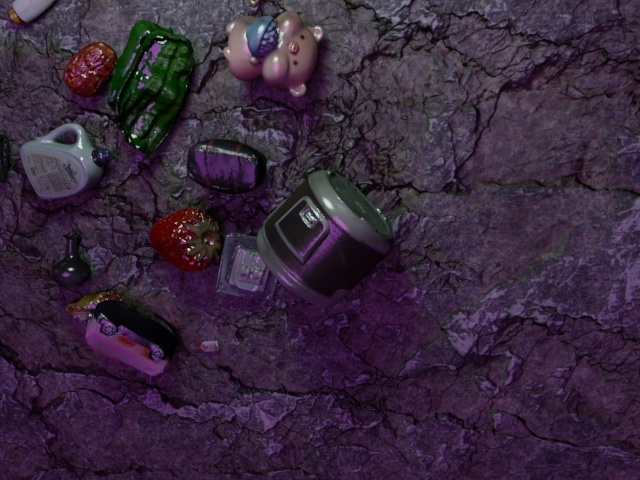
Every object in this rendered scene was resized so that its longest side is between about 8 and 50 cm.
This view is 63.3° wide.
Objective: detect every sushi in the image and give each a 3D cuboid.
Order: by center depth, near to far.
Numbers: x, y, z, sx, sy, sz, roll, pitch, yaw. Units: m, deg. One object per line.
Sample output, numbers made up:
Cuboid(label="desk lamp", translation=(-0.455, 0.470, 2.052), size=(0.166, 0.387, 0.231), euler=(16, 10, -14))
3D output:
Cuboid(label="sushi", translation=(-0.777, 0.233, 1.784), size=(0.226, 0.097, 0.103), euler=(-18, 102, 13))

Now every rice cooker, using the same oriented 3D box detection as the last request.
Cuboid(label="rice cooker", translation=(0.000, 0.000, 1.471), size=(0.335, 0.335, 0.325), euler=(44, 109, -4))

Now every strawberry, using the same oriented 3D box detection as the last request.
Cuboid(label="strawberry", translation=(-0.437, -0.004, 1.633), size=(0.244, 0.205, 0.205), euler=(2, 108, 33))

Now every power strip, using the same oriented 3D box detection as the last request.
Cuboid(label="power strip", translation=(-0.219, 0.094, 1.638), size=(0.198, 0.064, 0.213), euler=(10, 109, -13))

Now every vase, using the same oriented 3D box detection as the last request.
Cuboid(label="vase", translation=(-0.834, 0.064, 1.745), size=(0.120, 0.120, 0.183), euler=(3, 91, 9))

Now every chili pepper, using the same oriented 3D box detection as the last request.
Cuboid(label="chili pepper", translation=(-0.508, -0.440, 1.507), size=(0.167, 0.213, 0.385), euler=(38, 110, 42))

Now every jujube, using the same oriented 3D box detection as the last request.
Cuboid(label="jujube", translation=(-0.685, -0.514, 1.554), size=(0.176, 0.109, 0.112), euler=(-44, 131, 10))

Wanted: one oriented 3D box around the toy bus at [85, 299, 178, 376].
Cuboid(label="toy bus", translation=(-0.631, 0.329, 1.733), size=(0.302, 0.127, 0.147), euler=(32, 107, -19))

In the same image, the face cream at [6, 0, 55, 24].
Cuboid(label="face cream", translation=(-0.852, -0.712, 1.549), size=(0.182, 0.051, 0.072), euler=(-28, 101, 15))

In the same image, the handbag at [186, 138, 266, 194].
Cuboid(label="handbag", translation=(-0.270, -0.217, 1.531), size=(0.215, 0.169, 0.155), euler=(11, 105, 4))

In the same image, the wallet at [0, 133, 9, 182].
Cuboid(label="wallet", translation=(-1.146, -0.295, 1.723), size=(0.245, 0.052, 0.169), euler=(13, 108, 11))

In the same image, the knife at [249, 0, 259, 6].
Cuboid(label="knife", translation=(-0.112, -0.753, 1.427), size=(0.256, 0.022, 0.046), euler=(-41, 92, 18))

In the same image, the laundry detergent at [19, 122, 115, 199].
Cuboid(label="laundry detergent", translation=(-0.787, -0.254, 1.641), size=(0.280, 0.105, 0.215), euler=(-16, 101, 15))

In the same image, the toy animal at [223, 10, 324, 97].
Cuboid(label="toy animal", translation=(-0.138, -0.511, 1.419), size=(0.221, 0.229, 0.210), euler=(12, 89, 48))

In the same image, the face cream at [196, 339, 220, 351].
Cuboid(label="face cream", translation=(-0.388, 0.367, 1.796), size=(0.083, 0.021, 0.040), euler=(-7, 104, 12))
